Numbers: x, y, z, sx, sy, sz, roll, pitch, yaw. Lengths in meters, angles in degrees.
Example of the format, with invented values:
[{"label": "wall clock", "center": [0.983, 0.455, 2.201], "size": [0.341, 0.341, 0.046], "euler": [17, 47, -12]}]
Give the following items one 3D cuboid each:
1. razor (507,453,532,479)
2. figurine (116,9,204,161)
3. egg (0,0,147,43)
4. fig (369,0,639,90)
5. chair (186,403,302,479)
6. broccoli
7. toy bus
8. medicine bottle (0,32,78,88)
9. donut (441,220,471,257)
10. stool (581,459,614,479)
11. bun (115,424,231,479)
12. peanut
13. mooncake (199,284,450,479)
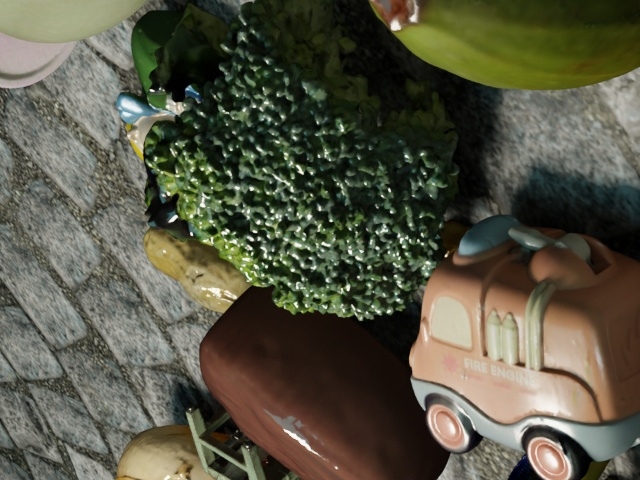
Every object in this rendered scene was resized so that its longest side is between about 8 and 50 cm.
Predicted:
[{"label": "razor", "center": [0.246, 0.257, 1.869], "size": [0.044, 0.028, 0.154], "euler": [40, 147, 20]}, {"label": "figurine", "center": [-0.151, -0.148, 1.879], "size": [0.185, 0.127, 0.234], "euler": [28, 134, 21]}, {"label": "egg", "center": [-0.282, -0.348, 1.658], "size": [0.278, 0.278, 0.336], "euler": [50, 144, 2]}, {"label": "fig", "center": [0.148, -0.242, 1.165], "size": [0.316, 0.316, 0.316], "euler": [34, 146, 27]}, {"label": "chair", "center": [-0.074, 0.320, 2.262], "size": [0.147, 0.136, 0.270], "euler": [25, 143, 39]}, {"label": "broccoli", "center": [-0.017, -0.088, 1.605], "size": [0.277, 0.338, 0.317], "euler": [-45, 61, 32]}, {"label": "toy bus", "center": [0.220, 0.093, 1.574], "size": [0.288, 0.194, 0.232], "euler": [16, 128, 45]}, {"label": "medicine bottle", "center": [-0.483, -0.353, 1.984], "size": [0.388, 0.219, 0.219], "euler": [31, 145, 29]}, {"label": "donut", "center": [0.153, 0.019, 1.723], "size": [0.083, 0.038, 0.067], "euler": [51, 147, 2]}, {"label": "stool", "center": [0.320, 0.290, 1.726], "size": [0.135, 0.110, 0.134], "euler": [51, 151, -3]}, {"label": "bun", "center": [-0.165, 0.380, 2.423], "size": [0.299, 0.165, 0.299], "euler": [28, 154, 15]}, {"label": "peanut", "center": [-0.152, 0.033, 2.105], "size": [0.214, 0.099, 0.099], "euler": [38, 148, 31]}, {"label": "mooncake", "center": [-0.007, 0.201, 1.965], "size": [0.326, 0.174, 0.334], "euler": [44, 163, -14]}]
